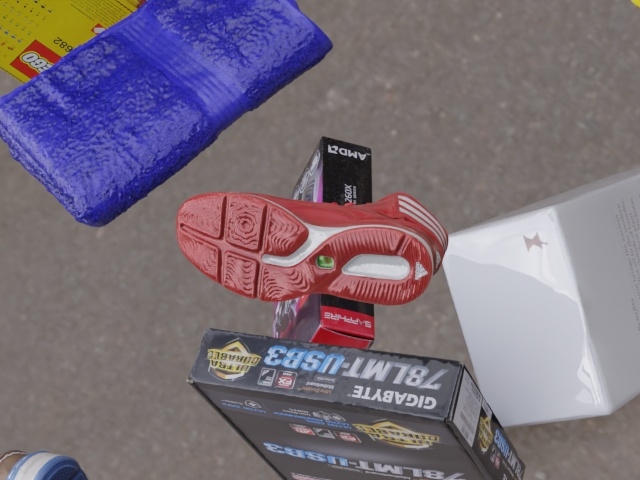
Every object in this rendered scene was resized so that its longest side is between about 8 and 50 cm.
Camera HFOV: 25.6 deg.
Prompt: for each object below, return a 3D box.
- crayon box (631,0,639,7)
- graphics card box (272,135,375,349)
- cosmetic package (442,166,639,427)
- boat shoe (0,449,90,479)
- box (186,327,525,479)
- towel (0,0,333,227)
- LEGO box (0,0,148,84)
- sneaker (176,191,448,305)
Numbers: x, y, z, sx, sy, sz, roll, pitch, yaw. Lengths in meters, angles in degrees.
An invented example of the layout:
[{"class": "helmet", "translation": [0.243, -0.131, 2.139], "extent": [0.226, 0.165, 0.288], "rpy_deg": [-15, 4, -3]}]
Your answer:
[{"class": "crayon box", "translation": [0.425, -0.316, 1.212], "extent": [0.313, 0.106, 0.363], "rpy_deg": [45, 147, 43]}, {"class": "graphics card box", "translation": [0.002, 0.052, 2.168], "extent": [0.233, 0.094, 0.371], "rpy_deg": [120, 158, -49]}, {"class": "cosmetic package", "translation": [0.347, 0.045, 1.676], "extent": [0.161, 0.453, 0.230], "rpy_deg": [-15, 91, 39]}, {"class": "boat shoe", "translation": [-0.144, 0.186, 0.751], "extent": [0.066, 0.183, 0.066], "rpy_deg": [7, 28, 29]}, {"class": "box", "translation": [0.047, 0.201, 1.523], "extent": [0.295, 0.293, 0.073], "rpy_deg": [6, 62, 24]}, {"class": "towel", "translation": [-0.167, -0.163, 1.412], "extent": [0.308, 0.076, 0.227], "rpy_deg": [-40, 44, -12]}, {"class": "LEGO box", "translation": [-0.384, -0.432, 1.610], "extent": [0.193, 0.500, 0.372], "rpy_deg": [-35, 34, 33]}, {"class": "sneaker", "translation": [0.000, 0.000, 1.170], "extent": [0.221, 0.128, 0.087], "rpy_deg": [14, 106, 17]}]
